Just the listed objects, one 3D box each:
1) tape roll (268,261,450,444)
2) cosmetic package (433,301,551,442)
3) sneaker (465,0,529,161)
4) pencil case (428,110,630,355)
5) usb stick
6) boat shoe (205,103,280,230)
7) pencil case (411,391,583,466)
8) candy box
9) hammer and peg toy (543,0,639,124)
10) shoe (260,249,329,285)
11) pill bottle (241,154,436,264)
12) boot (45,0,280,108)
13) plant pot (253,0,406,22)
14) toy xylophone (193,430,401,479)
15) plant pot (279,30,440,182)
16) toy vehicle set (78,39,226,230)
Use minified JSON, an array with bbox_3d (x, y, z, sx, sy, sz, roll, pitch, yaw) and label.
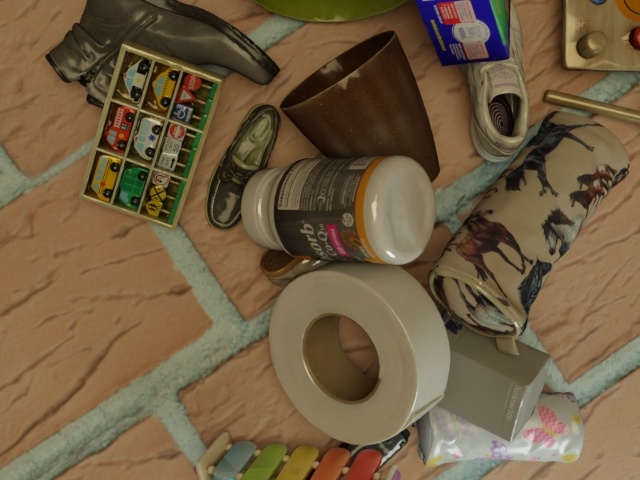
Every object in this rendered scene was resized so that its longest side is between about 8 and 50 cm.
[{"bbox_3d":[0.058,0.170,1.610,0.286,0.100,0.286,13,112,34],"label":"tape roll"},{"bbox_3d":[0.230,0.201,1.638,0.238,0.107,0.127,25,127,28],"label":"cosmetic package"},{"bbox_3d":[0.294,-0.285,1.683,0.114,0.152,0.305,-9,90,-2],"label":"sneaker"},{"bbox_3d":[0.334,-0.026,1.620,0.410,0.160,0.183,-50,124,-26],"label":"pencil case"},{"bbox_3d":[0.030,0.394,1.719,0.278,0.045,0.077,-42,93,-4],"label":"usb stick"},{"bbox_3d":[-0.128,-0.122,1.688,0.080,0.073,0.224,25,88,-4],"label":"boat shoe"},{"bbox_3d":[0.293,0.312,1.706,0.273,0.113,0.124,-1,95,-5],"label":"pencil case"},{"bbox_3d":[0.218,-0.469,1.566,0.122,0.268,0.317,-2,70,18],"label":"candy box"},{"bbox_3d":[0.518,-0.351,1.712,0.265,0.127,0.361,2,90,-5],"label":"hammer and peg toy"},{"bbox_3d":[0.000,0.000,1.712,0.219,0.076,0.058,-33,135,-5],"label":"shoe"},{"bbox_3d":[0.022,-0.047,1.574,0.162,0.278,0.162,-2,92,-49],"label":"pill bottle"},{"bbox_3d":[-0.252,-0.282,1.673,0.338,0.118,0.223,30,95,3],"label":"boot"},{"bbox_3d":[0.017,-0.536,1.624,0.274,0.275,0.294,1,76,-5],"label":"plant pot"},{"bbox_3d":[-0.043,0.396,1.603,0.322,0.236,0.081,4,111,10],"label":"toy xylophone"},{"bbox_3d":[0.086,-0.178,1.656,0.215,0.215,0.230,-35,107,-4],"label":"plant pot"},{"bbox_3d":[-0.268,-0.163,1.644,0.166,0.035,0.267,18,111,-7],"label":"toy vehicle set"}]
